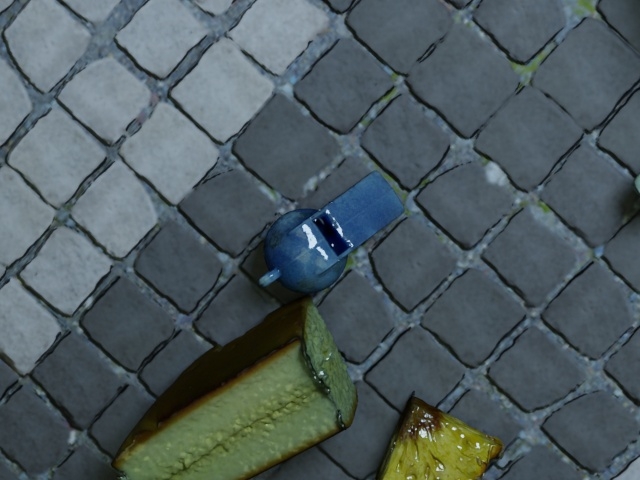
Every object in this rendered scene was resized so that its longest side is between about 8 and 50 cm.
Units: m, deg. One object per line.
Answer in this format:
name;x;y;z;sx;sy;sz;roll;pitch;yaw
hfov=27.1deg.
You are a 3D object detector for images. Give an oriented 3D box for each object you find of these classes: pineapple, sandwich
pineapple;0.113;0.207;1.327;0.137;0.069;0.116;-18;94;2
sandwich;-0.084;0.169;1.309;0.235;0.128;0.122;-29;101;13

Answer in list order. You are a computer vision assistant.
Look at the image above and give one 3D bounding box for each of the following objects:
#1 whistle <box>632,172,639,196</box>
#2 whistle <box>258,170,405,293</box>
whistle;0.396;-0.111;1.197;0.253;0.102;0.106;-36;102;10
whistle;0.000;0.000;1.292;0.158;0.090;0.090;-36;97;-27
